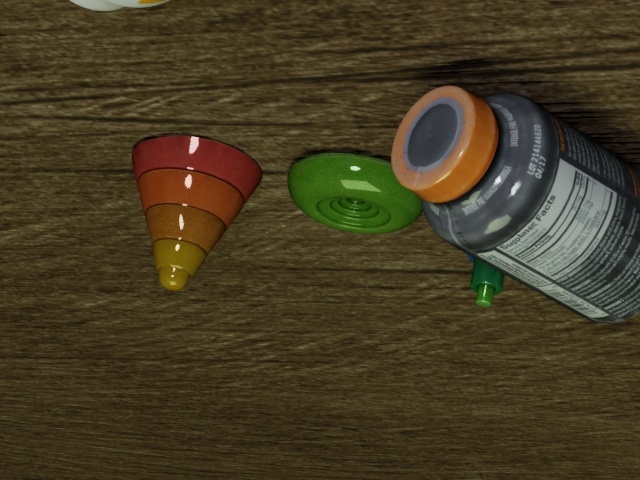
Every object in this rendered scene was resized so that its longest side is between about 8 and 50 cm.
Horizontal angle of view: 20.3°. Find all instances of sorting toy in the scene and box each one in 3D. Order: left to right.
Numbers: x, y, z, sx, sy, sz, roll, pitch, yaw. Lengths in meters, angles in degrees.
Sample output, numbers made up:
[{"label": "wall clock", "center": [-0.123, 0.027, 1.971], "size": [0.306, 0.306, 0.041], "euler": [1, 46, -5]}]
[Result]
[{"label": "sorting toy", "center": [0.000, 0.000, 1.576], "size": [0.365, 0.126, 0.127], "euler": [7, 157, 9]}]

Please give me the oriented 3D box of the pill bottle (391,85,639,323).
[{"label": "pill bottle", "center": [0.169, -0.034, 1.419], "size": [0.245, 0.130, 0.130], "euler": [28, 151, -36]}]

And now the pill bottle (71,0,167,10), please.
[{"label": "pill bottle", "center": [-0.099, -0.219, 1.105], "size": [0.117, 0.117, 0.215], "euler": [21, 155, -24]}]
